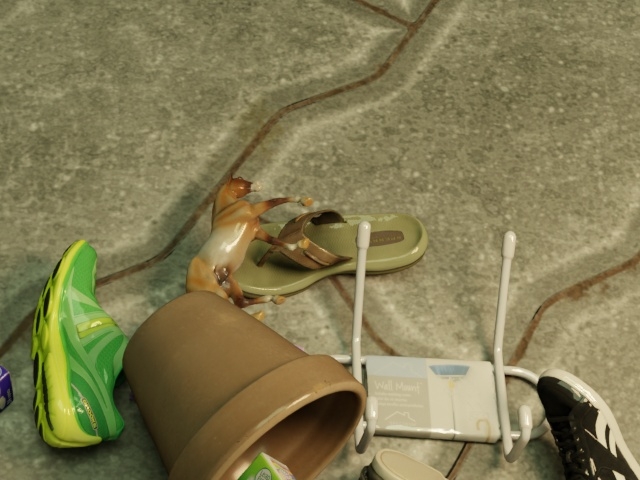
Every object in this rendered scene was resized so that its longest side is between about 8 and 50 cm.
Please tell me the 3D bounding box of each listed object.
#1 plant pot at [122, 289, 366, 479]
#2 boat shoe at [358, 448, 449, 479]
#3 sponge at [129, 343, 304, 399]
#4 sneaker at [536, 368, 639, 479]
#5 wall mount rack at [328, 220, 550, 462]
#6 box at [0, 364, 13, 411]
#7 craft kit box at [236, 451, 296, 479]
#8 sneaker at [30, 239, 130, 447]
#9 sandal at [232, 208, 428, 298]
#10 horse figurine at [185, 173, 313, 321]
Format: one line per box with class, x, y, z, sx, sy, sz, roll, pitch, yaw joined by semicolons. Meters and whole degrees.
plant pot;-0.112;0.185;1.542;0.263;0.263;0.229;-29;62;-27
boat shoe;0.191;0.373;1.574;0.335;0.095;0.112;30;19;7
sponge;-0.134;0.172;1.686;0.210;0.031;0.117;12;54;-2
sneaker;0.323;0.275;1.617;0.121;0.079;0.217;-40;97;-34
wall mount rack;0.152;0.137;1.701;0.350;0.130;0.304;4;54;-8
box;-0.473;0.189;1.589;0.126;0.072;0.137;33;56;15
craft kit box;-0.074;0.394;1.353;0.246;0.061;0.250;-48;47;6
sneaker;-0.301;0.136;1.654;0.123;0.109;0.295;12;51;-25
sandal;0.001;-0.001;1.795;0.303;0.086;0.120;-12;56;-9
horse figurine;-0.110;0.027;1.709;0.174;0.066;0.263;9;69;33
